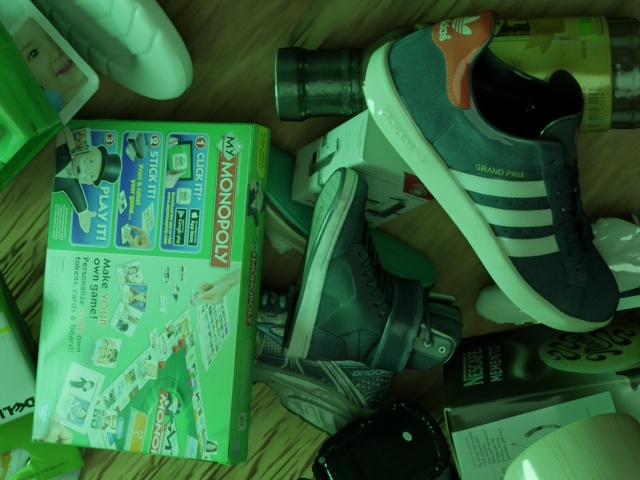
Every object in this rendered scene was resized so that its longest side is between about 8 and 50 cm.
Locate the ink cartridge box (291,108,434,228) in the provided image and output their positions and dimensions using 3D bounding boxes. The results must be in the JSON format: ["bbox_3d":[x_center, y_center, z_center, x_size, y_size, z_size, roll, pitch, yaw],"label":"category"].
[{"bbox_3d":[0.048,-0.065,1.605,0.099,0.056,0.135,19,156,-25],"label":"ink cartridge box"}]

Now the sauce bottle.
[{"bbox_3d":[0.130,-0.151,1.595,0.344,0.111,0.111,-1,110,3],"label":"sauce bottle"}]

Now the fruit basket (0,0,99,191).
[{"bbox_3d":[-0.427,-0.168,1.597,0.353,0.165,0.327,46,112,-7],"label":"fruit basket"}]

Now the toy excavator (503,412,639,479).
[{"bbox_3d":[0.177,0.348,1.620,0.445,0.222,0.433,-36,145,14],"label":"toy excavator"}]

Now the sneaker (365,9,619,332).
[{"bbox_3d":[0.194,-0.059,1.512,0.148,0.131,0.350,-28,122,28],"label":"sneaker"}]

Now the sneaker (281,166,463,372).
[{"bbox_3d":[0.062,0.033,1.588,0.163,0.086,0.226,12,133,-2],"label":"sneaker"}]

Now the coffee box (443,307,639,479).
[{"bbox_3d":[0.275,0.155,1.669,0.297,0.168,0.119,-11,109,7],"label":"coffee box"}]

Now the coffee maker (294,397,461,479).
[{"bbox_3d":[0.061,0.256,1.711,0.171,0.120,0.178,-12,148,9],"label":"coffee maker"}]

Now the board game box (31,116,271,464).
[{"bbox_3d":[-0.162,0.044,1.629,0.213,0.046,0.317,4,88,21],"label":"board game box"}]

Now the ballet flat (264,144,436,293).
[{"bbox_3d":[0.000,0.000,1.683,0.248,0.086,0.086,36,108,-10],"label":"ballet flat"}]

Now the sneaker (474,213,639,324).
[{"bbox_3d":[0.263,0.026,1.677,0.235,0.090,0.095,-13,96,5],"label":"sneaker"}]

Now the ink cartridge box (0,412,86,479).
[{"bbox_3d":[-0.455,0.239,1.816,0.385,0.091,0.308,9,111,-17],"label":"ink cartridge box"}]

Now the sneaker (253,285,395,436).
[{"bbox_3d":[-0.048,0.085,1.714,0.283,0.110,0.122,30,96,-13],"label":"sneaker"}]

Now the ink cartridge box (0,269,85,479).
[{"bbox_3d":[-0.360,0.177,1.707,0.188,0.097,0.255,-22,115,-3],"label":"ink cartridge box"}]

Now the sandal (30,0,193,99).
[{"bbox_3d":[-0.253,-0.303,1.567,0.416,0.169,0.102,45,67,-12],"label":"sandal"}]
